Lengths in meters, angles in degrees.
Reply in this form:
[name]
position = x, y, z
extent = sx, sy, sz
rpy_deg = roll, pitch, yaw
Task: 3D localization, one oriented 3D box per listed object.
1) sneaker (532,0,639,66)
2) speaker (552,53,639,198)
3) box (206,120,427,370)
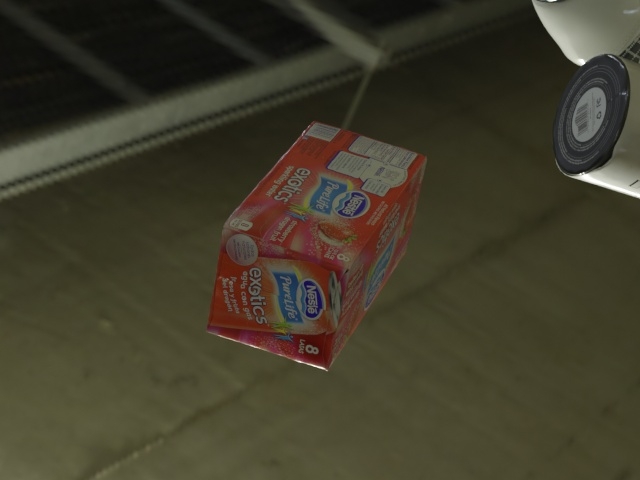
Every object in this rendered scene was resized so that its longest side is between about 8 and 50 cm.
[sneaker]
position = 0.193, -0.187, 0.904
extent = 0.095, 0.235, 0.090
rpy_deg = 45, 173, -27
[speaker]
position = 0.170, -0.035, 0.762
extent = 0.136, 0.055, 0.055
rpy_deg = 15, -150, -24
[box]
position = 0.000, 0.000, 1.714
extent = 0.128, 0.122, 0.257
rpy_deg = 18, -149, 12
